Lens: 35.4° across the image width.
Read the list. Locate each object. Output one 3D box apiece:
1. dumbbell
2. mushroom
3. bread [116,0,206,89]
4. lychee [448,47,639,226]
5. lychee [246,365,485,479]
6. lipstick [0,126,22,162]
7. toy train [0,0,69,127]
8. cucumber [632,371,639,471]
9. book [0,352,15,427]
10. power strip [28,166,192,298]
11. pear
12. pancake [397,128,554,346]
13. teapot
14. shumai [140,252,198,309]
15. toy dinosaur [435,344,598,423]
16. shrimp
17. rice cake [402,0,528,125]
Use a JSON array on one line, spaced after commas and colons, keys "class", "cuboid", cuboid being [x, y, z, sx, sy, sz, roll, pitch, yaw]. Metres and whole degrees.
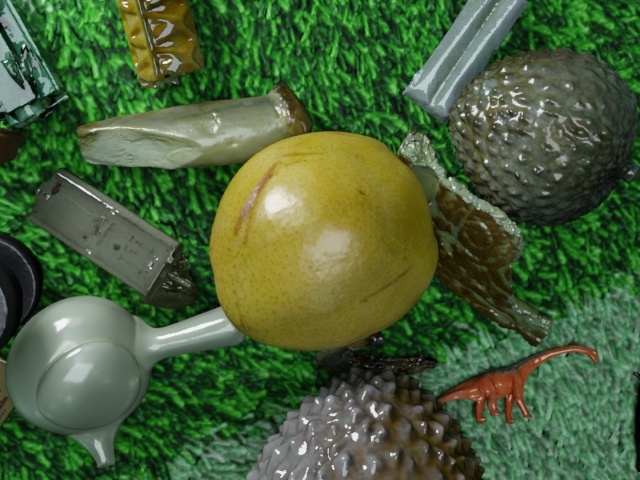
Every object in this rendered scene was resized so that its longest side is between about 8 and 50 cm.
[{"class": "dumbbell", "cuboid": [-0.469, 0.074, 1.365, 0.153, 0.218, 0.152, -1, 98, -5]}, {"class": "mushroom", "cuboid": [-0.177, -0.151, 1.431, 0.333, 0.107, 0.087, -10, 130, -6]}, {"class": "bread", "cuboid": [-0.241, -0.350, 1.408, 0.087, 0.098, 0.269, -22, 100, -45]}, {"class": "lychee", "cuboid": [0.319, -0.147, 1.417, 0.274, 0.255, 0.255, 24, 94, 22]}, {"class": "lychee", "cuboid": [0.065, 0.388, 1.375, 0.381, 0.380, 0.432, 17, 74, -7]}, {"class": "lipstick", "cuboid": [-0.450, -0.133, 1.380, 0.045, 0.145, 0.045, 17, 95, -7]}, {"class": "toy train", "cuboid": [-0.457, -0.275, 1.360, 0.115, 0.154, 0.269, -29, 99, -3]}, {"class": "cucumber", "cuboid": [0.516, 0.288, 1.581, 0.039, 0.043, 0.163, -12, 101, -48]}, {"class": "book", "cuboid": [-0.556, 0.199, 1.465, 0.231, 0.026, 0.161, 35, 94, -8]}, {"class": "power strip", "cuboid": [-0.292, -0.003, 1.427, 0.268, 0.034, 0.092, 32, 92, 11]}, {"class": "pear", "cuboid": [0.000, 0.000, 1.371, 0.315, 0.314, 0.314, -1, 96, -6]}, {"class": "pancake", "cuboid": [0.225, -0.002, 1.454, 0.054, 0.197, 0.376, -45, 111, -30]}, {"class": "teapot", "cuboid": [-0.287, 0.153, 1.413, 0.318, 0.149, 0.220, -45, 126, -1]}, {"class": "shumai", "cuboid": [-0.222, 0.053, 1.475, 0.083, 0.082, 0.080, -9, 58, 12]}, {"class": "toy dinosaur", "cuboid": [0.294, 0.227, 1.540, 0.280, 0.055, 0.101, -9, 74, -2]}, {"class": "shrimp", "cuboid": [0.092, 0.166, 1.478, 0.195, 0.148, 0.035, 2, 60, -10]}, {"class": "rice cake", "cuboid": [0.216, -0.287, 1.483, 0.085, 0.040, 0.226, 34, 92, -8]}]
